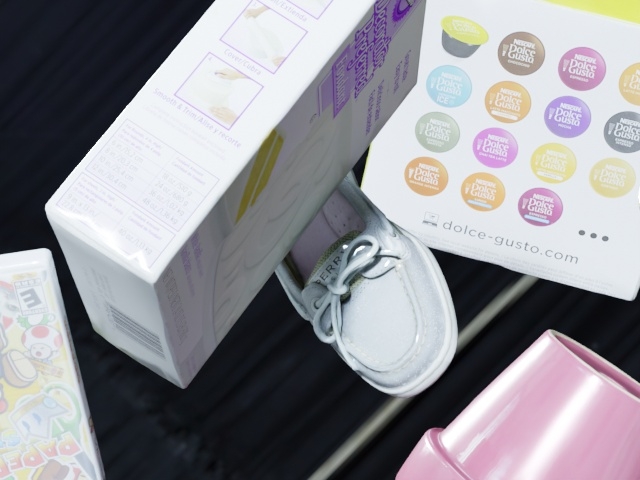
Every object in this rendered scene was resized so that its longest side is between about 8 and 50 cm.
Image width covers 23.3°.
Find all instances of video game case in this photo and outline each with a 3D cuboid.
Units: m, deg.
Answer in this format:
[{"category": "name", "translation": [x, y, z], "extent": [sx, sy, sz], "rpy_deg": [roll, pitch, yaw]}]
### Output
[{"category": "video game case", "translation": [-0.291, 0.117, 1.155], "extent": [0.026, 0.227, 0.206], "rpy_deg": [-96, 177, -65]}]

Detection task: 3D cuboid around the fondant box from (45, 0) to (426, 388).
[{"category": "fondant box", "translation": [-0.048, -0.076, 1.141], "extent": [0.096, 0.330, 0.238], "rpy_deg": [32, -19, 12]}]

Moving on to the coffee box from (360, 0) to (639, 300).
[{"category": "coffee box", "translation": [0.255, -0.192, 1.817], "extent": [0.338, 0.334, 0.338], "rpy_deg": [15, 33, 4]}]

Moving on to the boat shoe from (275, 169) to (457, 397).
[{"category": "boat shoe", "translation": [0.001, -0.003, 1.294], "extent": [0.103, 0.118, 0.320], "rpy_deg": [19, 34, -49]}]

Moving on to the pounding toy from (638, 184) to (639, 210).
[{"category": "pounding toy", "translation": [0.374, -0.028, 1.193], "extent": [0.237, 0.183, 0.110], "rpy_deg": [-12, -51, 32]}]

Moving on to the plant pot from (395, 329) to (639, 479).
[{"category": "plant pot", "translation": [0.193, 0.183, 1.294], "extent": [0.201, 0.180, 0.201], "rpy_deg": [32, 7, -5]}]
